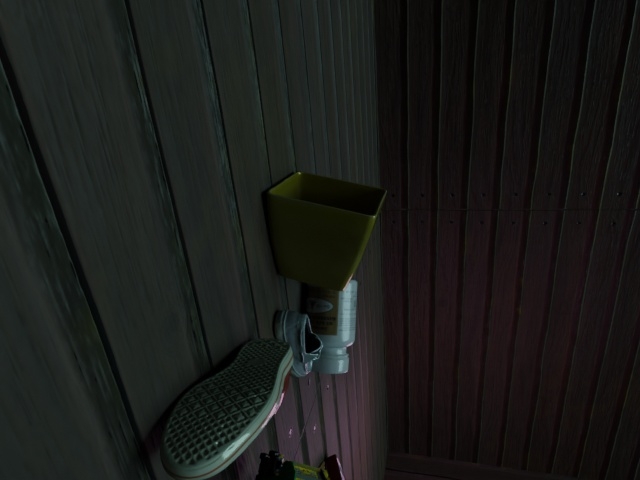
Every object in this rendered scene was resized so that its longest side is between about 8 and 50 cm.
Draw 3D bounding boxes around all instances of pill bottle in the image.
[{"bbox_3d":[0.024,0.211,1.099,0.131,0.131,0.230,25,68,-74],"label":"pill bottle"}]

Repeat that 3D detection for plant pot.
[{"bbox_3d":[0.010,-0.017,0.921,0.212,0.212,0.187,-55,156,-65],"label":"plant pot"}]

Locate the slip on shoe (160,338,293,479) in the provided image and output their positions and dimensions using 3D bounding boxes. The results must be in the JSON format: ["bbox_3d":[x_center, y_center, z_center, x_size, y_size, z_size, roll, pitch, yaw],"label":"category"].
[{"bbox_3d":[-0.112,0.239,0.622,0.331,0.122,0.102,-30,124,-79],"label":"slip on shoe"}]

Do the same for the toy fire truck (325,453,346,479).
[{"bbox_3d":[0.087,0.821,1.261,0.302,0.169,0.254,-115,-176,-72],"label":"toy fire truck"}]

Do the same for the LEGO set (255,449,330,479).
[{"bbox_3d":[-0.024,0.515,0.659,0.255,0.192,0.332,-47,-153,38],"label":"LEGO set"}]

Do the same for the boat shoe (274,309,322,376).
[{"bbox_3d":[-0.038,0.236,0.958,0.228,0.081,0.079,76,21,-44],"label":"boat shoe"}]
